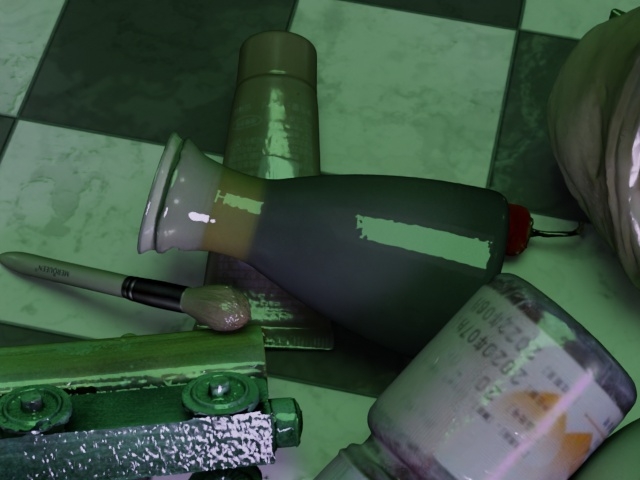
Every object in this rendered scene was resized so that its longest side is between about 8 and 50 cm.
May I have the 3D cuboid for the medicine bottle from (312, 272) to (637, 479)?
[{"bbox_3d":[0.121,0.174,1.363,0.165,0.165,0.273,41,87,24],"label":"medicine bottle"}]

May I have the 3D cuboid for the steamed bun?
[{"bbox_3d":[0.401,-0.103,1.515,0.339,0.247,0.352,-34,69,6],"label":"steamed bun"}]

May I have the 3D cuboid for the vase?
[{"bbox_3d":[0.000,0.000,1.500,0.321,0.173,0.173,15,54,-2],"label":"vase"}]

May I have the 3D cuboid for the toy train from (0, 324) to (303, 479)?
[{"bbox_3d":[-0.172,0.161,1.458,0.308,0.126,0.189,-5,22,-5],"label":"toy train"}]

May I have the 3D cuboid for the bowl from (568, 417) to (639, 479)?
[{"bbox_3d":[0.340,0.267,1.310,0.354,0.185,0.353,-3,56,5],"label":"bowl"}]

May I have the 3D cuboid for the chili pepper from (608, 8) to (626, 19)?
[{"bbox_3d":[0.414,-0.163,1.706,0.270,0.099,0.136,38,70,18],"label":"chili pepper"}]

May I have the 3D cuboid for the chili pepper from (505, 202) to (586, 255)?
[{"bbox_3d":[0.131,-0.019,1.622,0.268,0.050,0.059,5,60,4],"label":"chili pepper"}]

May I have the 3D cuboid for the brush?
[{"bbox_3d":[-0.190,0.041,1.535,0.299,0.039,0.042,12,58,32],"label":"brush"}]

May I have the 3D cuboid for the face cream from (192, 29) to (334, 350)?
[{"bbox_3d":[-0.050,-0.049,1.628,0.137,0.084,0.341,2,63,0],"label":"face cream"}]
